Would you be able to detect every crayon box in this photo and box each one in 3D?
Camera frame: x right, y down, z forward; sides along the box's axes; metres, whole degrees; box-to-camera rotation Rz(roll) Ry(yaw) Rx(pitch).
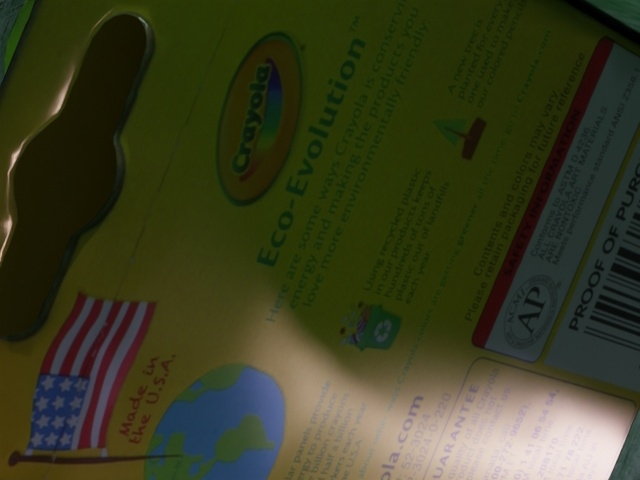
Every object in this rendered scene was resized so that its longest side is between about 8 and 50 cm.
[{"bbox_3d":[0.000,0.000,0.520,0.081,0.202,0.318,26,-176,41],"label":"crayon box"}]

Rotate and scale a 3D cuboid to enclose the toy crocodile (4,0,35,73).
[{"bbox_3d":[0.032,-0.039,0.720,0.340,0.105,0.115,22,-160,-6],"label":"toy crocodile"}]
